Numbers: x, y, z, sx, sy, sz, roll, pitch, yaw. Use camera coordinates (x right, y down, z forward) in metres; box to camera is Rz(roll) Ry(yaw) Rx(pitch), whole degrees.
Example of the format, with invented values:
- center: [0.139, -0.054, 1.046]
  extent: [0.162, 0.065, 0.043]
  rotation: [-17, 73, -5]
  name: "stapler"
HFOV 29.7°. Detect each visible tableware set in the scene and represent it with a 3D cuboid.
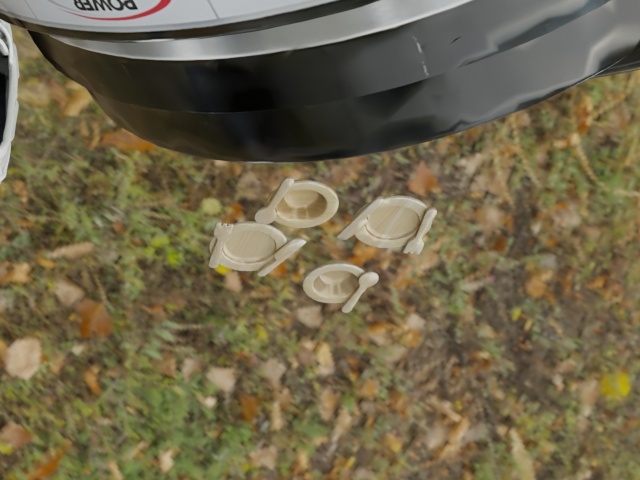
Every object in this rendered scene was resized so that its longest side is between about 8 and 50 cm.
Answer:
- center: [0.000, 0.000, 0.963]
  extent: [0.168, 0.020, 0.141]
  rotation: [15, 138, -25]
  name: "tableware set"

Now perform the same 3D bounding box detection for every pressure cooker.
- center: [0.005, -0.236, 0.474]
  extent: [0.375, 0.370, 0.420]
  rotation: [-24, 131, 1]
  name: "pressure cooker"

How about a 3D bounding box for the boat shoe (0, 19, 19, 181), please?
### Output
- center: [-0.305, -0.166, 1.070]
  extent: [0.095, 0.258, 0.084]
  rotation: [0, 153, -34]
  name: "boat shoe"
